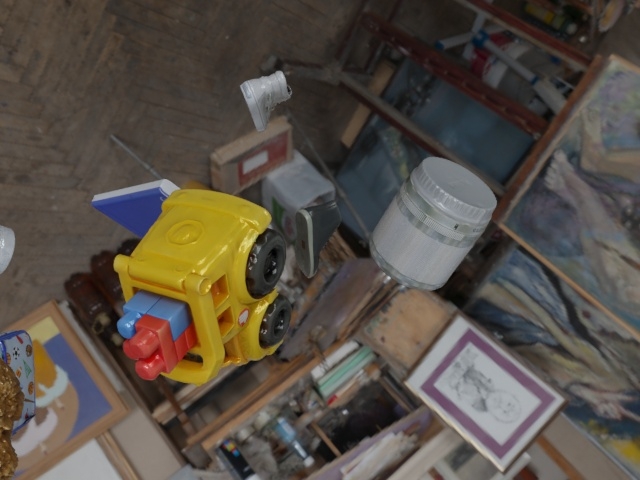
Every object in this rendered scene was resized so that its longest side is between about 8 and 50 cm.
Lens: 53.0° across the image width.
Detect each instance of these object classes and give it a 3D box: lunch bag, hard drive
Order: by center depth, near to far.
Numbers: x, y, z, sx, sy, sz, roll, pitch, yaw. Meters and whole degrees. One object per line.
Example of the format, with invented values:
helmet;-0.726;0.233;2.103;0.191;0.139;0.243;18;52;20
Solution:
hard drive;-0.443;-0.073;1.722;0.210;0.319;0.040;40;57;-39
lunch bag;-0.912;0.416;1.829;0.115;0.303;0.243;-5;-178;0

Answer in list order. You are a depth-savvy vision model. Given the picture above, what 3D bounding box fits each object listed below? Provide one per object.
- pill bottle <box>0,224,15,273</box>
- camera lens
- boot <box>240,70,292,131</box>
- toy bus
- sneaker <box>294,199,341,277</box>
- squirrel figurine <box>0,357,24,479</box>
pill bottle;-0.533;-0.006;0.892;0.184;0.103;0.103;21;112;-46
camera lens;0.261;-0.033;1.536;0.219;0.219;0.274;-12;141;-46
boot;-0.131;-0.366;1.695;0.124;0.095;0.258;-22;176;-2
toy bus;-0.141;0.085;0.721;0.211;0.150;0.220;-56;151;-46
sneaker;0.000;0.000;1.739;0.118;0.083;0.222;-22;134;-27
squirrel figurine;-0.809;0.398;1.271;0.370;0.397;0.281;-75;170;-46
